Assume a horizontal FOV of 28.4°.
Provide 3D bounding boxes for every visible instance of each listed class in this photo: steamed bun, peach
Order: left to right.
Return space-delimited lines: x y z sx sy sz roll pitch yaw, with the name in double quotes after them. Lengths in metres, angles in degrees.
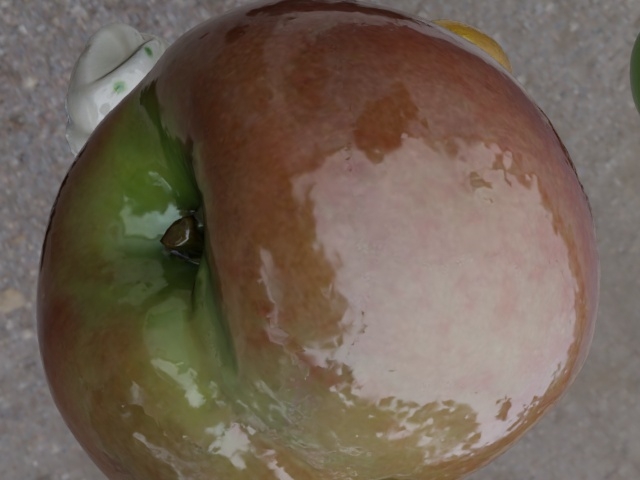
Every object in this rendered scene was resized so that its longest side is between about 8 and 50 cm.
-0.166 -0.119 1.215 0.106 0.183 0.183 -8 147 17 "steamed bun"
0.004 0.016 0.576 0.252 0.252 0.252 -20 142 -17 "peach"

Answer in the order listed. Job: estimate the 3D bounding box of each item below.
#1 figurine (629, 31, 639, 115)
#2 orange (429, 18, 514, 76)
0.410 -0.138 1.350 0.143 0.162 0.263 -6 117 21 "figurine"
0.151 -0.169 1.359 0.112 0.160 0.170 -45 174 -4 "orange"
